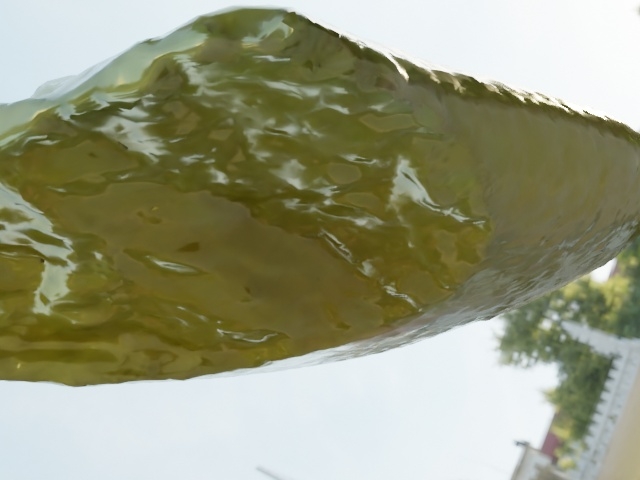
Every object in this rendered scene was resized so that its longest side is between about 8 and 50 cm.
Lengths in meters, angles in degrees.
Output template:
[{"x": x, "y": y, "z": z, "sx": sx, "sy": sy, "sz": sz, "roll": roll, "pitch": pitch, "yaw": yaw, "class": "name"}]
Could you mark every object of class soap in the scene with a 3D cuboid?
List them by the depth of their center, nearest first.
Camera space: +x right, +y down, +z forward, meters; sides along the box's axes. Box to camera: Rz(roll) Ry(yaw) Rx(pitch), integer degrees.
[{"x": 0.001, "y": 0.003, "z": 0.548, "sx": 0.427, "sy": 0.306, "sz": 0.115, "roll": 3, "pitch": -114, "yaw": -55, "class": "soap"}]
